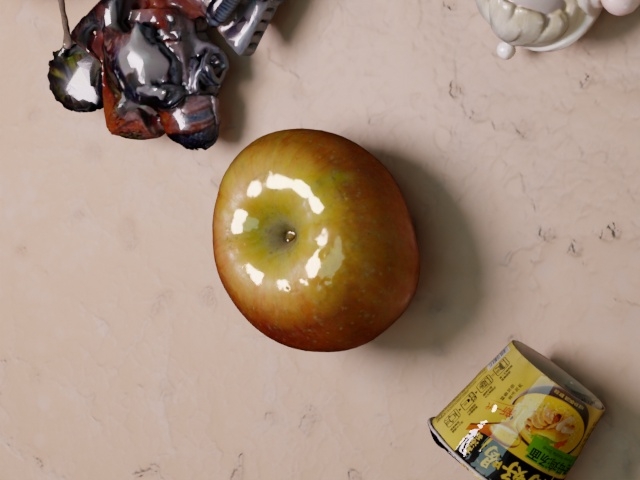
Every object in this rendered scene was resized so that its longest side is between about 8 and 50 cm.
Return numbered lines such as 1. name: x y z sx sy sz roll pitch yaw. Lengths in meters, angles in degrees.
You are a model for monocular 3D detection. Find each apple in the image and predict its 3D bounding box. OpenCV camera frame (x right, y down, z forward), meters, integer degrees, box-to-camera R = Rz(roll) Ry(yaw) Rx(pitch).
1. apple: 0.000 0.000 1.733 0.210 0.173 0.235 -16 77 31

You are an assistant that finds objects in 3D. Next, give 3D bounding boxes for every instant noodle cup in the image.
1. instant noodle cup: 0.198 0.178 1.659 0.151 0.151 0.122 39 102 20

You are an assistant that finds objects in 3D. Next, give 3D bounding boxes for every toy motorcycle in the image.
1. toy motorcycle: -0.124 -0.240 1.800 0.401 0.134 0.207 -45 74 23

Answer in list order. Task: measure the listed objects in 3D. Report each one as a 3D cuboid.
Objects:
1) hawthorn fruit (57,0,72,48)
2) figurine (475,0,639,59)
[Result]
1. hawthorn fruit: -0.344 -0.382 1.864 0.263 0.231 0.235 31 89 -18
2. figurine: 0.233 -0.288 1.627 0.182 0.144 0.257 41 108 -3
